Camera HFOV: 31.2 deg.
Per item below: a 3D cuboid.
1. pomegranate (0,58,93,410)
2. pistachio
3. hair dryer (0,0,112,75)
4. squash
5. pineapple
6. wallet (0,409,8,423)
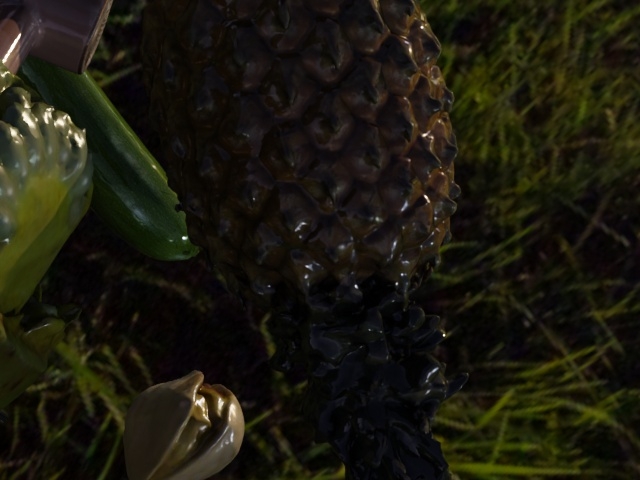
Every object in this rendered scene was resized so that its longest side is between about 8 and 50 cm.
[{"bbox_3d":[-0.262,-0.037,0.580,0.260,0.260,0.340,-22,62,-37],"label":"pomegranate"},{"bbox_3d":[-0.152,0.218,1.273,0.117,0.200,0.145,35,74,-18],"label":"pistachio"},{"bbox_3d":[-0.334,-0.183,1.113,0.189,0.106,0.344,22,38,-10],"label":"hair dryer"},{"bbox_3d":[-0.288,-0.124,1.447,0.395,0.107,0.107,55,49,-13],"label":"squash"},{"bbox_3d":[0.000,0.000,0.723,0.202,0.202,0.361,-5,82,-32],"label":"pineapple"},{"bbox_3d":[-0.344,0.103,1.049,0.018,0.082,0.156,-41,61,-6],"label":"wallet"}]
